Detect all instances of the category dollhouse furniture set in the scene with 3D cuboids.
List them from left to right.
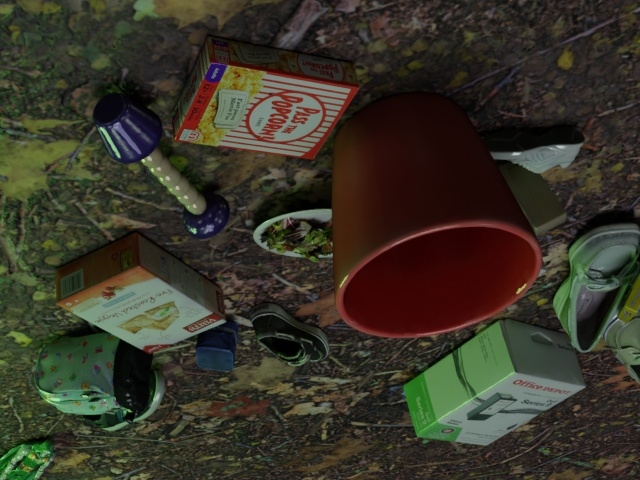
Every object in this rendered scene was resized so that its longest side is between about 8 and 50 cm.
[{"bbox_3d":[0.261,-0.032,1.534,0.151,0.144,0.123,-27,152,-2],"label":"dollhouse furniture set"}]

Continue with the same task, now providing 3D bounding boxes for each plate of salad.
[{"bbox_3d":[0.000,0.000,1.537,0.199,0.048,0.200,-2,160,-1],"label":"plate of salad"}]

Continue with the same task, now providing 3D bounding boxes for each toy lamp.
[{"bbox_3d":[-0.203,-0.096,1.332,0.080,0.080,0.275,-18,150,11],"label":"toy lamp"}]

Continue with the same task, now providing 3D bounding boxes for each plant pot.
[{"bbox_3d":[0.131,-0.041,1.361,0.274,0.243,0.275,-7,147,-5],"label":"plant pot"}]

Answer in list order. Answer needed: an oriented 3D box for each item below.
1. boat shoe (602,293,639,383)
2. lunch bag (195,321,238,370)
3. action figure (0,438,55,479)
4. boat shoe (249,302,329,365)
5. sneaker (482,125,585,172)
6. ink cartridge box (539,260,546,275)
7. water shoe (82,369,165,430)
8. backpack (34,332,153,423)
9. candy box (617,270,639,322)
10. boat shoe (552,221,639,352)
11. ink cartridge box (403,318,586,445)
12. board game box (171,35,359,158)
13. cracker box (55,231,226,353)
[{"bbox_3d":[0.608,0.190,1.991,0.109,0.094,0.302,-34,148,8],"label":"boat shoe"},{"bbox_3d":[-0.176,0.173,1.767,0.067,0.065,0.098,8,147,-1],"label":"lunch bag"},{"bbox_3d":[-0.604,0.458,2.086,0.137,0.064,0.232,22,132,-37],"label":"action figure"},{"bbox_3d":[-0.052,0.182,1.812,0.077,0.070,0.219,-26,145,22],"label":"boat shoe"},{"bbox_3d":[0.295,-0.121,1.456,0.152,0.054,0.061,-3,134,-13],"label":"sneaker"},{"bbox_3d":[0.290,0.027,1.645,0.061,0.104,0.181,14,140,-34],"label":"ink cartridge box"},{"bbox_3d":[-0.362,0.294,1.890,0.080,0.073,0.203,21,135,-37],"label":"water shoe"},{"bbox_3d":[-0.380,0.221,1.725,0.181,0.152,0.115,-8,141,14],"label":"backpack"},{"bbox_3d":[0.544,0.081,1.763,0.105,0.027,0.206,-60,165,-2],"label":"candy box"},{"bbox_3d":[0.483,0.079,1.787,0.118,0.103,0.320,-5,147,-10],"label":"boat shoe"},{"bbox_3d":[0.342,0.287,2.050,0.211,0.122,0.289,14,139,-35],"label":"ink cartridge box"},{"bbox_3d":[-0.070,-0.172,1.279,0.193,0.045,0.147,5,144,-25],"label":"board game box"},{"bbox_3d":[-0.273,0.087,1.599,0.155,0.067,0.232,-24,146,20],"label":"cracker box"}]
